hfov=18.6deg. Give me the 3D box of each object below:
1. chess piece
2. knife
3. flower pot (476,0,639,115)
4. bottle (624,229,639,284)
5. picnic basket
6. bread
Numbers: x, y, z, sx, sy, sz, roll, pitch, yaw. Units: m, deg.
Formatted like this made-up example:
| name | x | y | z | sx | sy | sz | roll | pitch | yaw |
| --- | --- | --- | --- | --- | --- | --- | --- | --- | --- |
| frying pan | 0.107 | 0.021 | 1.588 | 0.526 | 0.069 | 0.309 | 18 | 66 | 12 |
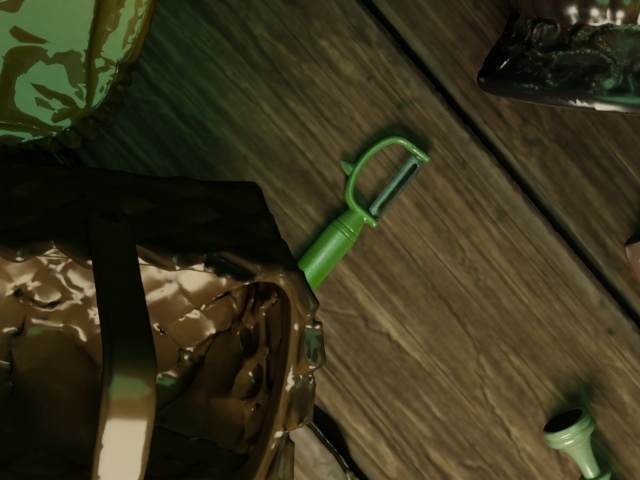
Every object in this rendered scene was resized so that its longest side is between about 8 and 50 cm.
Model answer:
| name | x | y | z | sx | sy | sz | roll | pitch | yaw |
| --- | --- | --- | --- | --- | --- | --- | --- | --- | --- |
| chess piece | 0.214 | 0.180 | 1.547 | 0.042 | 0.042 | 0.093 | -31 | 102 | -10 |
| knife | 0.000 | 0.000 | 1.509 | 0.054 | 0.015 | 0.212 | 40 | 83 | -9 |
| flower pot | 0.222 | -0.233 | 1.443 | 0.267 | 0.266 | 0.267 | 4 | 101 | -12 |
| bottle | 0.293 | 0.053 | 1.554 | 0.053 | 0.053 | 0.140 | -30 | 96 | -10 |
| picnic basket | -0.146 | 0.101 | 1.305 | 0.291 | 0.321 | 0.254 | 5 | 120 | -13 |
| bread | -0.209 | -0.204 | 1.395 | 0.204 | 0.156 | 0.288 | 6 | 92 | -4 |
